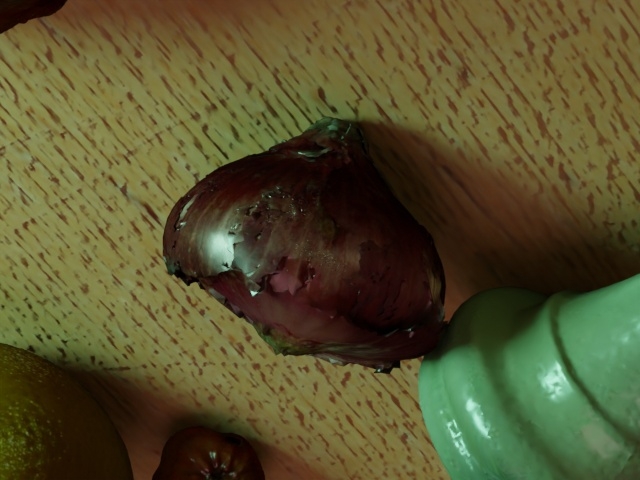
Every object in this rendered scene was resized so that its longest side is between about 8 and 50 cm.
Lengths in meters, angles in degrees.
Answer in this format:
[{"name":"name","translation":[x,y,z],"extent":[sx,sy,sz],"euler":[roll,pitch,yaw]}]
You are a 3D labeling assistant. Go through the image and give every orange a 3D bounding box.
[{"name":"orange","translation":[-0.246,0.177,1.314],"extent":[0.236,0.236,0.236],"euler":[7,135,7]}]

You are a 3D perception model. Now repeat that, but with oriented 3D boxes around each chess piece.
[{"name":"chess piece","translation":[0.217,0.048,1.105],"extent":[0.195,0.194,0.299],"euler":[33,124,-19]}]

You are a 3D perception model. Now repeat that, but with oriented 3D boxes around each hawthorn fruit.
[{"name":"hawthorn fruit","translation":[-0.084,0.180,1.378],"extent":[0.093,0.093,0.093],"euler":[7,135,7]}]

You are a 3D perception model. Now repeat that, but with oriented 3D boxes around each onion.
[{"name":"onion","translation":[0.000,0.000,1.137],"extent":[0.184,0.147,0.184],"euler":[21,180,0]}]

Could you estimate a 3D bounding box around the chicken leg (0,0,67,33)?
[{"name":"chicken leg","translation":[-0.182,-0.196,1.022],"extent":[0.407,0.096,0.158],"euler":[-14,109,23]}]
